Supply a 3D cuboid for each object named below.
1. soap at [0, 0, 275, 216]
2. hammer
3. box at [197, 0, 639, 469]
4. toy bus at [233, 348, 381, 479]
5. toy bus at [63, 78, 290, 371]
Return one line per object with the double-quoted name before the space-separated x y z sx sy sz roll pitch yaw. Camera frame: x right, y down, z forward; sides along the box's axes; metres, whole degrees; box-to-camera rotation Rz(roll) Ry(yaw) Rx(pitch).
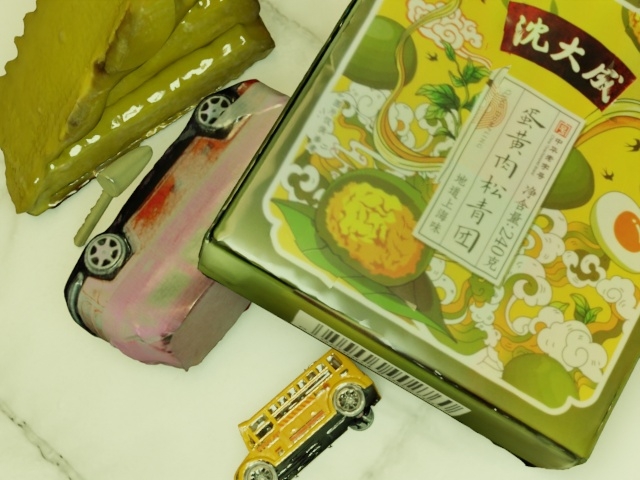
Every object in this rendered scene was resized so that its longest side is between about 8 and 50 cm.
"soap" -0.237 -0.209 1.173 0.338 0.304 0.169 -36 63 -4
"hammer" -0.216 -0.039 1.181 0.028 0.195 0.060 45 58 -3
"box" 0.149 -0.061 1.067 0.373 0.138 0.420 31 78 -2
"toy bus" -0.021 0.177 1.109 0.162 0.069 0.074 -40 67 -7
"toy bus" -0.111 -0.013 1.164 0.147 0.127 0.303 30 77 27
